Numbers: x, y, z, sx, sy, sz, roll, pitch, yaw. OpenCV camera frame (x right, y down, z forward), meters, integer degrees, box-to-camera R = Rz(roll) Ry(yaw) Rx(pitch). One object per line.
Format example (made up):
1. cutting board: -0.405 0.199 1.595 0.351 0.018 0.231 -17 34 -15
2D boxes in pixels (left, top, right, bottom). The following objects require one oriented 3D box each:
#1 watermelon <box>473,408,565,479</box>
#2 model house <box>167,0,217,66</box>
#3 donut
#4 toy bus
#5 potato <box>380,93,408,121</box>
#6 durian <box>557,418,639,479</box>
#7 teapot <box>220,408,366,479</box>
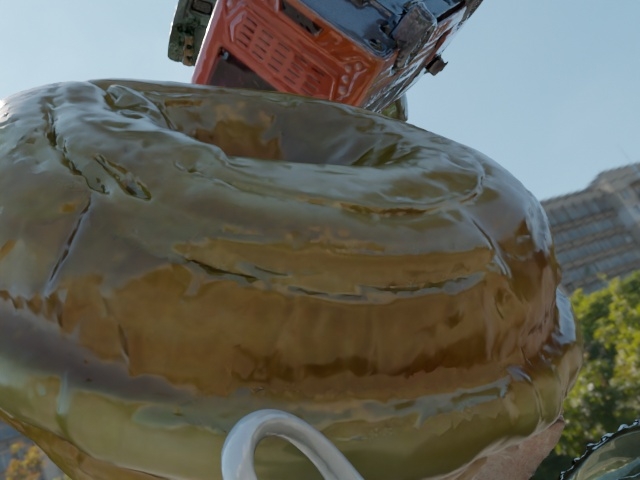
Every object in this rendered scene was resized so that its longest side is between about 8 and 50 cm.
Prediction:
1. watermelon: 0.114 0.232 0.858 0.283 0.292 0.250 -53 -35 -36
2. model house: -0.160 -0.346 1.266 0.148 0.119 0.148 15 -77 -3
3. donut: -0.045 0.012 0.530 0.449 0.449 0.198 -6 -64 -38
4. toy bus: 0.042 -0.260 0.953 0.233 0.203 0.427 -55 -6 36
5. potato: 0.051 -0.233 1.313 0.112 0.255 0.269 -28 -55 -46
6. durian: 0.151 0.170 0.381 0.188 0.091 0.148 -28 13 18
7. teapot: 0.038 0.158 0.299 0.145 0.226 0.092 -39 -4 30
